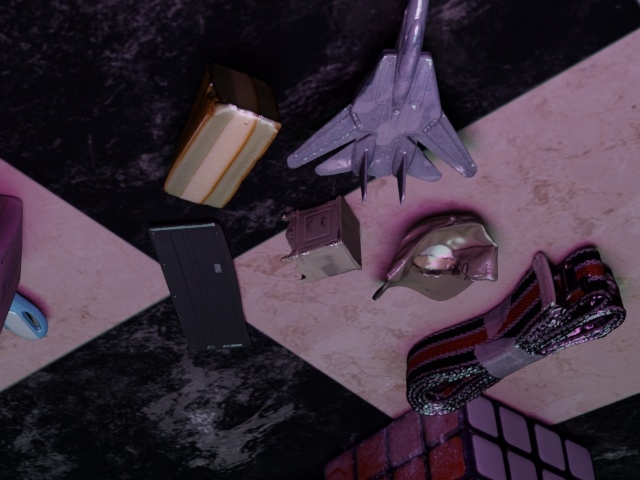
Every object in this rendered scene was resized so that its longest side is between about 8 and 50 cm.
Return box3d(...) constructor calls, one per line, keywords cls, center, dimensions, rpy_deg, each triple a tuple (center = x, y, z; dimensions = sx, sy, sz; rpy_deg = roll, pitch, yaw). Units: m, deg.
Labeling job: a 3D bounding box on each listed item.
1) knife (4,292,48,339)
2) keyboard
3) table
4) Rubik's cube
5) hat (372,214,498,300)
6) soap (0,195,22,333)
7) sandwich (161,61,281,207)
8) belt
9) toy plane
box3d(cls="knife", center=(-0.432, 0.060, 1.244), dimensions=(0.064, 0.031, 0.222), rpy_deg=(-11, 135, 16))
box3d(cls="keyboard", center=(-0.165, 0.037, 1.227), dimensions=(0.103, 0.041, 0.381), rpy_deg=(-4, 145, 2))
box3d(cls="table", center=(0.000, 0.000, 1.149), dimensions=(0.083, 0.079, 0.062), rpy_deg=(-17, 138, 20))
box3d(cls="Rubik's cube", center=(0.236, 0.492, 1.523), dimensions=(0.337, 0.344, 0.344), rpy_deg=(30, 131, -31))
box3d(cls="hat", center=(0.127, 0.025, 1.202), dimensions=(0.147, 0.085, 0.175), rpy_deg=(3, 163, -21))
box3d(cls="soap", center=(-0.448, 0.035, 1.071), dimensions=(0.182, 0.199, 0.138), rpy_deg=(5, 115, -9))
box3d(cls="sandwich", center=(-0.108, -0.087, 0.983), dimensions=(0.079, 0.113, 0.163), rpy_deg=(18, 115, -18))
box3d(cls="belt", center=(0.256, 0.136, 1.302), dimensions=(0.126, 0.094, 0.359), rpy_deg=(27, 132, -30))
box3d(cls="toy plane", center=(0.079, -0.163, 0.968), dimensions=(0.212, 0.088, 0.267), rpy_deg=(2, 131, -6))
